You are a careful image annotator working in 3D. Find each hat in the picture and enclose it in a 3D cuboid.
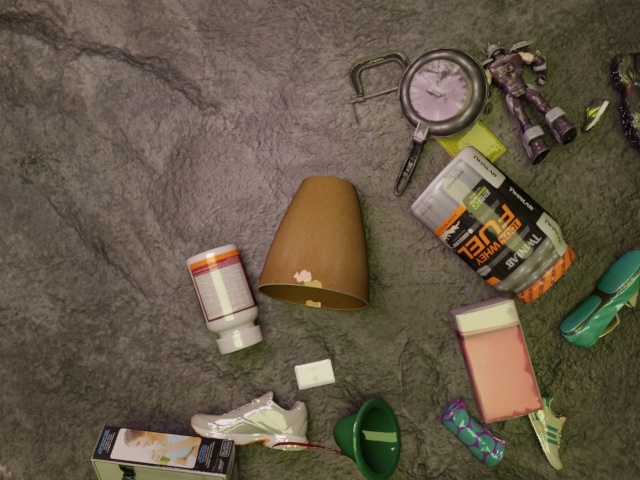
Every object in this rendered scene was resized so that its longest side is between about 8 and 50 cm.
[{"bbox_3d":[0.047,0.430,1.626,0.183,0.208,0.173,-11,43,36],"label":"hat"}]

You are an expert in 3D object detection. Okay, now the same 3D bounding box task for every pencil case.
[{"bbox_3d":[0.331,0.416,1.612,0.151,0.064,0.070,42,108,4],"label":"pencil case"}]

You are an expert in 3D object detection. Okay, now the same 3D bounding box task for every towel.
[{"bbox_3d":[0.296,-0.254,1.648,0.102,0.021,0.237,-43,86,3],"label":"towel"}]

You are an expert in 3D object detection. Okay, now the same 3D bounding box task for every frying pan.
[{"bbox_3d":[0.215,-0.276,1.617,0.326,0.053,0.197,-44,77,16],"label":"frying pan"}]

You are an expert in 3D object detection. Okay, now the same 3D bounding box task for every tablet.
[{"bbox_3d":[-0.013,0.300,1.670,0.083,0.006,0.054,-13,88,5],"label":"tablet"}]

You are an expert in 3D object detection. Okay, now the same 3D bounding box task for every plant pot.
[{"bbox_3d":[0.000,0.000,1.580,0.237,0.237,0.254,7,76,5],"label":"plant pot"}]

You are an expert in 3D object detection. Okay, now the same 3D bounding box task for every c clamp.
[{"bbox_3d":[0.130,-0.349,1.665,0.160,0.022,0.137,-22,82,5],"label":"c clamp"}]

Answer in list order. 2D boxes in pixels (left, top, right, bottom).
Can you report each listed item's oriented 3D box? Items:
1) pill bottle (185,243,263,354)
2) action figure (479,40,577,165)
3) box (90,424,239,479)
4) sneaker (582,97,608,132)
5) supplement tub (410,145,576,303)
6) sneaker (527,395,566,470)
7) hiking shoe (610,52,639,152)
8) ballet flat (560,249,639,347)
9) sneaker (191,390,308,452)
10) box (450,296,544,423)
[{"bbox_3d":[-0.206,0.128,1.631,0.121,0.121,0.221,-19,88,4],"label":"pill bottle"},{"bbox_3d":[0.427,-0.312,1.603,0.185,0.099,0.285,-30,73,10],"label":"action figure"},{"bbox_3d":[-0.329,0.493,1.608,0.289,0.169,0.087,7,45,4],"label":"box"},{"bbox_3d":[0.592,-0.273,1.624,0.035,0.031,0.083,35,88,18],"label":"sneaker"},{"bbox_3d":[0.361,-0.029,1.553,0.316,0.193,0.193,42,92,4],"label":"supplement tub"},{"bbox_3d":[0.501,0.411,1.602,0.075,0.057,0.161,-24,84,9],"label":"sneaker"},{"bbox_3d":[0.698,-0.298,1.584,0.114,0.086,0.227,-13,87,8],"label":"hiking shoe"},{"bbox_3d":[0.621,0.132,1.596,0.087,0.083,0.247,41,93,-20],"label":"ballet flat"},{"bbox_3d":[-0.151,0.389,1.645,0.262,0.099,0.121,7,82,-3],"label":"sneaker"},{"bbox_3d":[0.367,0.246,1.570,0.126,0.148,0.232,-16,87,5],"label":"box"}]
